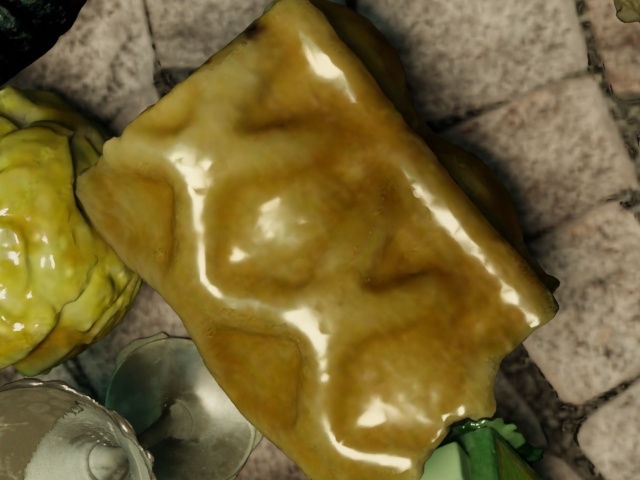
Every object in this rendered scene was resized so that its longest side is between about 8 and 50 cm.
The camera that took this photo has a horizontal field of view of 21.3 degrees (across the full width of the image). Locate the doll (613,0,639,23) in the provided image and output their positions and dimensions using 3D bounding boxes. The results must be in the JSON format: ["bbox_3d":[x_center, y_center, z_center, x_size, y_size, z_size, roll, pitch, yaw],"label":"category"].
[{"bbox_3d":[0.263,-0.248,0.960,0.203,0.091,0.285,6,115,-17],"label":"doll"}]

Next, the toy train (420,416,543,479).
[{"bbox_3d":[0.051,0.236,1.032,0.272,0.159,0.188,-25,132,22],"label":"toy train"}]

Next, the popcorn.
[{"bbox_3d":[-0.207,-0.008,1.104,0.212,0.198,0.197,18,105,36],"label":"popcorn"}]

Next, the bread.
[{"bbox_3d":[0.004,-0.004,1.010,0.196,0.238,0.252,-43,94,18],"label":"bread"}]

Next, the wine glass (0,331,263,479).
[{"bbox_3d":[-0.126,0.135,1.066,0.156,0.232,0.156,2,99,15],"label":"wine glass"}]

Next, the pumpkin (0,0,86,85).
[{"bbox_3d":[-0.227,-0.183,1.087,0.194,0.150,0.194,10,104,42],"label":"pumpkin"}]
